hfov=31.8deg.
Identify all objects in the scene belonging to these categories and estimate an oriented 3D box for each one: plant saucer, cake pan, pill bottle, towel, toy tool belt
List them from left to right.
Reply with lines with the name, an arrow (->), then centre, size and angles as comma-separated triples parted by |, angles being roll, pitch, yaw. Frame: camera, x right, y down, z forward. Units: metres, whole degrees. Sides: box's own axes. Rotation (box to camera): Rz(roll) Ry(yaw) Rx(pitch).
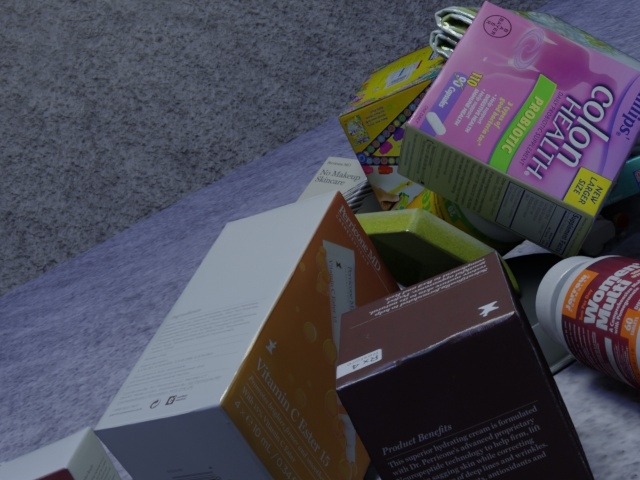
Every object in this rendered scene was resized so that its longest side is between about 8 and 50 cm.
plant saucer -> 0.118, 0.011, 1.344 | 0.188, 0.188, 0.045 | -3, 65, 54
pill bottle -> 0.184, -0.017, 1.511 | 0.136, 0.136, 0.246 | -37, -5, -35
cake pan -> 0.205, 0.100, 1.350 | 0.293, 0.054, 0.293 | -24, 16, 7
towel -> 0.374, -0.245, 1.647 | 0.320, 0.090, 0.374 | 41, 30, 29
toy tool belt -> 0.361, -0.016, 1.486 | 0.083, 0.052, 0.051 | -31, 24, -21
pill bottle -> 0.311, 0.080, 1.116 | 0.121, 0.121, 0.221 | -29, 16, -13

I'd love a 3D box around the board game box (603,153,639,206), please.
board game box -> 0.372, -0.070, 1.569 | 0.160, 0.047, 0.210 | -23, 2, 10

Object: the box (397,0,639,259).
box -> 0.250, -0.134, 1.354 | 0.213, 0.243, 0.117 | -56, -12, -24

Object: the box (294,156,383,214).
box -> 0.000, 0.000, 1.734 | 0.113, 0.094, 0.275 | 10, 54, 37

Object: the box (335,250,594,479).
box -> 0.130, 0.151, 1.016 | 0.168, 0.203, 0.167 | -23, 15, 10

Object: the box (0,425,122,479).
box -> -0.272, 0.310, 1.201 | 0.130, 0.170, 0.091 | -23, 15, 12

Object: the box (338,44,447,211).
box -> 0.188, -0.140, 1.747 | 0.177, 0.279, 0.290 | -21, 17, 20

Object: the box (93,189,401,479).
box -> -0.049, 0.142, 1.205 | 0.168, 0.215, 0.345 | -16, 30, 33
